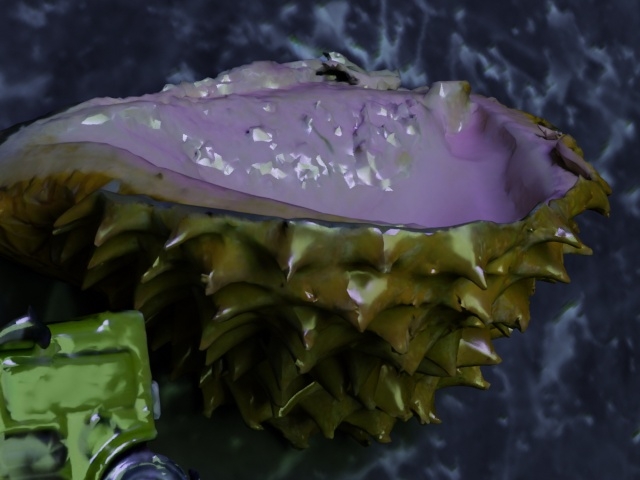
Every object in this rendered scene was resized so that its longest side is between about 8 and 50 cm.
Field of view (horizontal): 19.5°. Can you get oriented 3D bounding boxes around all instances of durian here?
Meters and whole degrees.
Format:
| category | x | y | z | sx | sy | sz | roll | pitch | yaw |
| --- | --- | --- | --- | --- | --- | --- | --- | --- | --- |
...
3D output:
| category | x | y | z | sx | sy | sz | roll | pitch | yaw |
| --- | --- | --- | --- | --- | --- | --- | --- | --- | --- |
| durian | 0.015 | 0.000 | 0.766 | 0.305 | 0.196 | 0.185 | 0 | 88 | -39 |

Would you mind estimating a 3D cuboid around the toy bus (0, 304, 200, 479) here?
| category | x | y | z | sx | sy | sz | roll | pitch | yaw |
| --- | --- | --- | --- | --- | --- | --- | --- | --- | --- |
| toy bus | -0.118 | 0.179 | 0.682 | 0.139 | 0.113 | 0.301 | -3 | 84 | -33 |
